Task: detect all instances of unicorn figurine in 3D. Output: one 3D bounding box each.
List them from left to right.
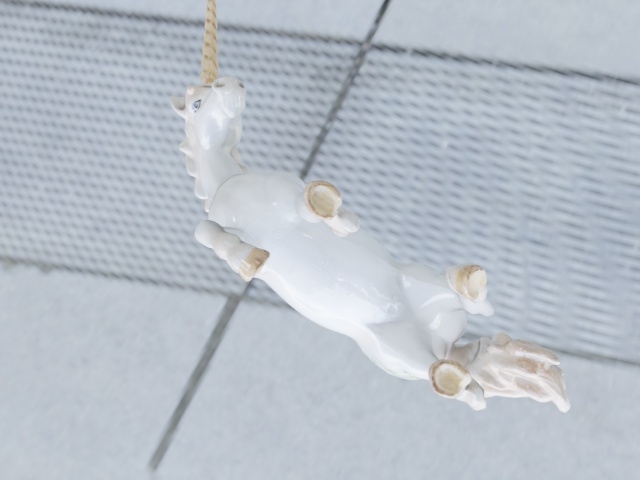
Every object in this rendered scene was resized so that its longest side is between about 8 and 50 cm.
[{"bbox_3d":[0.000,0.000,0.540,0.060,0.111,0.162,-40,99,-5],"label":"unicorn figurine"}]
